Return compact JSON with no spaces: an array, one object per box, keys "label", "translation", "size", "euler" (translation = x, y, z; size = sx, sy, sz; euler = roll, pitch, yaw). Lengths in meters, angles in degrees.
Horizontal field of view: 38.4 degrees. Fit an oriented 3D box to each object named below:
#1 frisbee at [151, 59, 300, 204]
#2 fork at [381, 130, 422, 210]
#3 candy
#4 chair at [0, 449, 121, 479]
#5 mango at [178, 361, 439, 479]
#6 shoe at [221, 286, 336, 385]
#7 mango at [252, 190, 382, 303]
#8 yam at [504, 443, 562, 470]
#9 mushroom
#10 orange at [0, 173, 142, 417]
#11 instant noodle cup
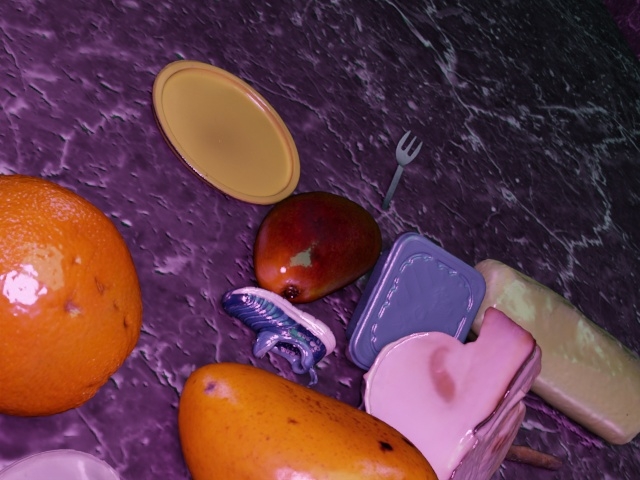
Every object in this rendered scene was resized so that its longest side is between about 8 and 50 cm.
[{"label":"frisbee","translation":[-0.124,-0.144,1.224],"size":[0.236,0.017,0.236],"euler":[29,40,-28]},{"label":"fork","translation":[0.119,-0.107,1.453],"size":[0.039,0.021,0.235],"euler":[39,38,-8]},{"label":"candy","translation":[0.345,0.169,1.361],"size":[0.343,0.132,0.142],"euler":[37,79,-14]},{"label":"chair","translation":[-0.137,0.303,0.660],"size":[0.274,0.190,0.203],"euler":[26,31,17]},{"label":"mango","translation":[-0.017,0.223,0.871],"size":[0.290,0.160,0.191],"euler":[35,20,5]},{"label":"shoe","translation":[-0.053,0.104,1.041],"size":[0.143,0.064,0.071],"euler":[34,56,-12]},{"label":"mango","translation":[0.000,0.000,1.147],"size":[0.133,0.111,0.267],"euler":[39,26,13]},{"label":"yam","translation":[0.244,0.280,1.221],"size":[0.234,0.027,0.029],"euler":[19,35,-35]},{"label":"mushroom","translation":[0.148,0.200,1.100],"size":[0.162,0.173,0.236],"euler":[30,69,24]},{"label":"orange","translation":[-0.247,0.047,0.767],"size":[0.206,0.206,0.206],"euler":[28,40,-27]},{"label":"instant noodle cup","translation":[0.112,0.092,1.161],"size":[0.157,0.070,0.179],"euler":[29,81,-27]}]
